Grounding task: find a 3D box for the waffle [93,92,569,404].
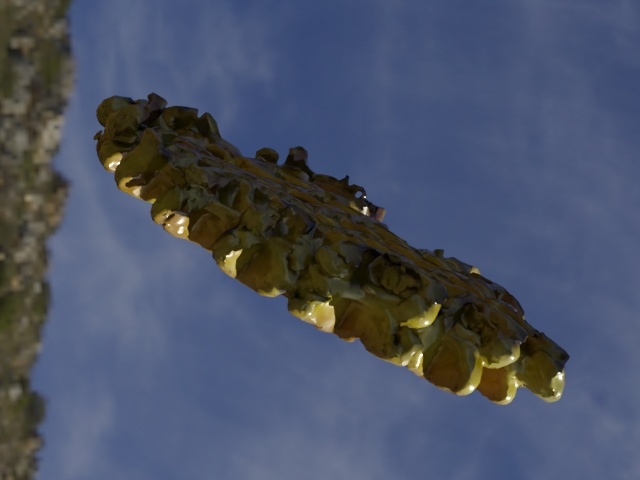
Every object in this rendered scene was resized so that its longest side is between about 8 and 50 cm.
[{"bbox_3d":[0.000,0.000,0.807,0.051,0.231,0.228,-59,-161,9],"label":"waffle"}]
